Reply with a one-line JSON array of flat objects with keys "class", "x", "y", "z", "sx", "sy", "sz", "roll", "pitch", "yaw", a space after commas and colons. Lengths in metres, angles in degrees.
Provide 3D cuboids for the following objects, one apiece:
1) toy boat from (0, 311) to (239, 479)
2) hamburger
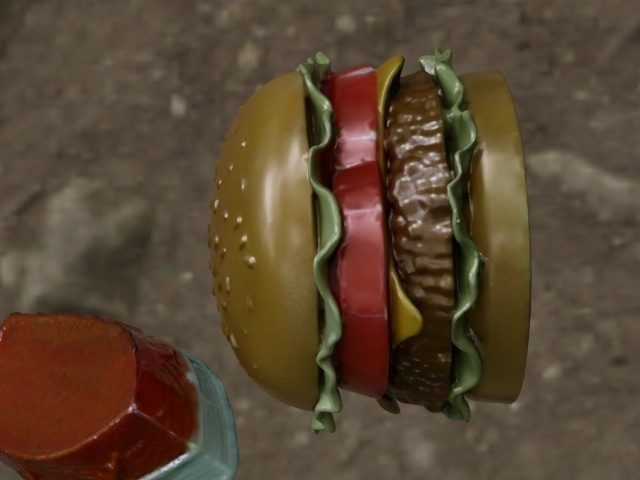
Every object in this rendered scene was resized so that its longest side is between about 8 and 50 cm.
[{"class": "toy boat", "x": -0.161, "y": 0.144, "z": 1.531, "sx": 0.332, "sy": 0.133, "sz": 0.145, "roll": 5, "pitch": 63, "yaw": 59}, {"class": "hamburger", "x": 0.026, "y": 0.000, "z": 1.384, "sx": 0.274, "sy": 0.212, "sz": 0.274, "roll": 177, "pitch": 90, "yaw": -85}]
